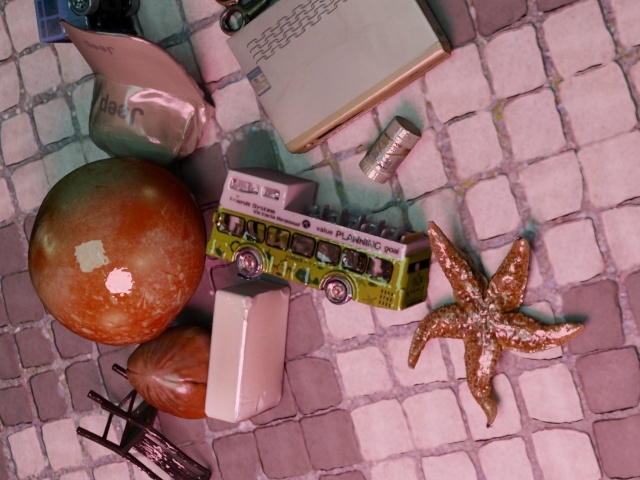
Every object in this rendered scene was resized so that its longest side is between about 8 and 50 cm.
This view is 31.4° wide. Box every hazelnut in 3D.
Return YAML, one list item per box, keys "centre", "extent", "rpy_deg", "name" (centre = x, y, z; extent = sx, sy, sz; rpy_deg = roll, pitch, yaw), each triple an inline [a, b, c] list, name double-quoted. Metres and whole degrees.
- centre: [-0.204, 0.196, 1.648]
  extent: [0.150, 0.150, 0.150]
  rpy_deg: [4, 97, 29]
  name: "hazelnut"

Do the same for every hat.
- centre: [-0.288, -0.198, 1.622]
  extent: [0.214, 0.245, 0.149]
  rpy_deg: [15, 83, 28]
  name: "hat"

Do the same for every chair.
- centre: [-0.256, 0.293, 1.735]
  extent: [0.212, 0.101, 0.084]
  rpy_deg: [35, 118, -19]
  name: "chair"

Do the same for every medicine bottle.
- centre: [0.091, -0.120, 1.502]
  extent: [0.047, 0.047, 0.083]
  rpy_deg: [46, 114, 17]
  name: "medicine bottle"

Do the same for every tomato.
- centre: [-0.297, 0.010, 1.604]
  extent: [0.270, 0.223, 0.270]
  rpy_deg: [-16, 68, 46]
  name: "tomato"

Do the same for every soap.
- centre: [-0.100, 0.153, 1.597]
  extent: [0.064, 0.121, 0.183]
  rpy_deg: [11, 100, 27]
  name: "soap"

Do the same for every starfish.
- centre: [0.212, 0.099, 1.451]
  extent: [0.236, 0.062, 0.277]
  rpy_deg: [-14, 91, 27]
  name: "starfish"

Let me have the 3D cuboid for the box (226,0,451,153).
- centre: [0.019, -0.265, 1.522]
  extent: [0.270, 0.045, 0.210]
  rpy_deg: [-33, 84, 28]
  name: "box"

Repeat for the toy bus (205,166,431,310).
- centre: [0.000, 0.000, 1.535]
  extent: [0.302, 0.113, 0.139]
  rpy_deg: [17, 103, 24]
  name: "toy bus"

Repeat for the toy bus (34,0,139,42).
- centre: [-0.360, -0.412, 1.681]
  extent: [0.134, 0.116, 0.233]
  rpy_deg: [-4, 96, 33]
  name: "toy bus"

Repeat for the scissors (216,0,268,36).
- centre: [-0.053, -0.351, 1.574]
  extent: [0.220, 0.017, 0.088]
  rpy_deg: [-15, 85, 30]
  name: "scissors"
